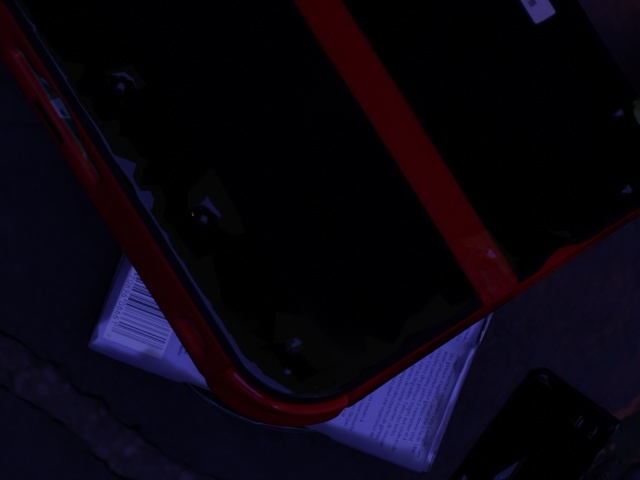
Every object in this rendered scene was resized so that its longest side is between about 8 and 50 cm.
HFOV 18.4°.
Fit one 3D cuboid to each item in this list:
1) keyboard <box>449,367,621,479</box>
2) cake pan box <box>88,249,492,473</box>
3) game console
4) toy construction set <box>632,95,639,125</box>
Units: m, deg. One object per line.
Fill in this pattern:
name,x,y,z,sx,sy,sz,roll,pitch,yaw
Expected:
keyboard,0.135,0.191,1.375,0.100,0.038,0.192,37,90,15
cake pan box,0.000,0.000,1.321,0.246,0.070,0.266,20,91,-6
game console,0.001,-0.112,1.257,0.342,0.060,0.386,-33,91,-19
toy construction set,0.209,-0.193,1.253,0.151,0.215,0.327,-20,124,35
